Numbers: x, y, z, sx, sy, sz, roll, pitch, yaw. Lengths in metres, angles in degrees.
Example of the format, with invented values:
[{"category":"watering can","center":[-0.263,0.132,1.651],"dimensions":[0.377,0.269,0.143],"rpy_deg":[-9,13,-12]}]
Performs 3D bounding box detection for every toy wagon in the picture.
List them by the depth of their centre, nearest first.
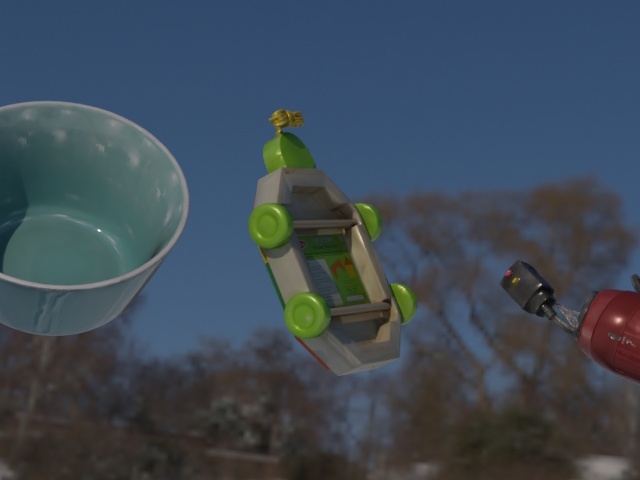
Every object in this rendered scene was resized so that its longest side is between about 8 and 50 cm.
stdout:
[{"category":"toy wagon","center":[0.000,0.000,2.164],"dimensions":[0.068,0.344,0.267],"rpy_deg":[-28,-12,25]}]

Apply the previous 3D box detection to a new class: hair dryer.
[{"category":"hair dryer","center":[0.327,0.079,1.605],"dimensions":[0.224,0.080,0.293],"rpy_deg":[4,22,-27]}]

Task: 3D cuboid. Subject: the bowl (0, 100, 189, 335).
[{"category":"bowl","center":[-0.320,-0.007,2.072],"dimensions":[0.312,0.311,0.163],"rpy_deg":[8,-44,-5]}]
